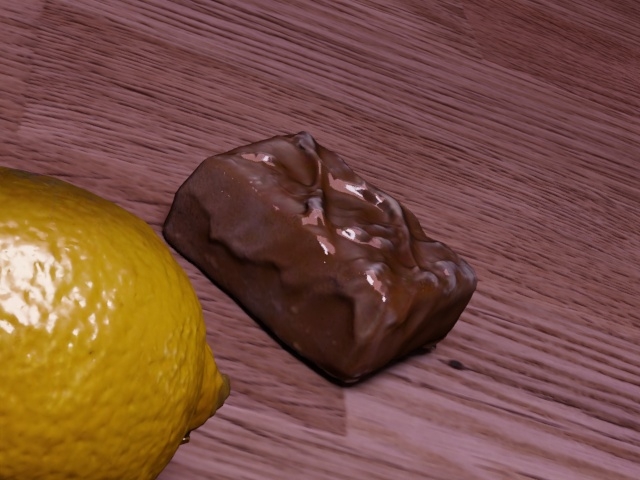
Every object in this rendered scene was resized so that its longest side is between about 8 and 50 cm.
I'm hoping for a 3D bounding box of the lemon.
[{"bbox_3d":[-0.163,0.057,0.723,0.257,0.188,0.188,7,35,-29],"label":"lemon"}]

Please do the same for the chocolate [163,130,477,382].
[{"bbox_3d":[0.000,0.000,1.047,0.214,0.093,0.148,40,30,22],"label":"chocolate"}]
